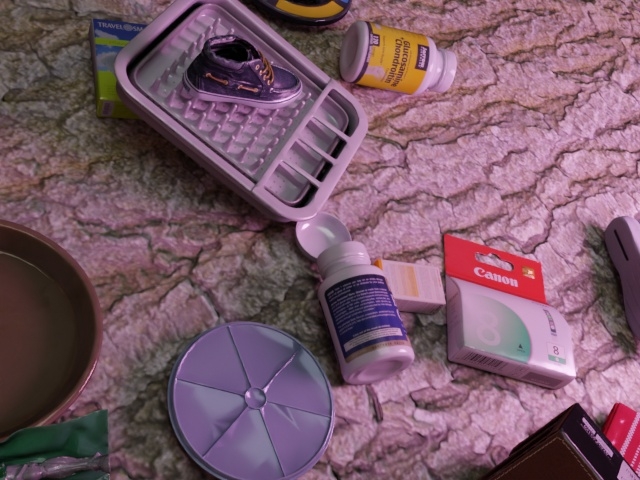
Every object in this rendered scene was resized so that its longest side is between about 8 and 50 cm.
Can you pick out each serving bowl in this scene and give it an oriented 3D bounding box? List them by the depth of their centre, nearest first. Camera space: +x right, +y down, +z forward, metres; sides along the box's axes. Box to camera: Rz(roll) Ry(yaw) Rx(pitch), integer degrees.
[{"bbox_3d":[0.000,0.000,1.050,0.083,0.027,0.083,12,53,-17],"label":"serving bowl"}]

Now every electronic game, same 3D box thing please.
[{"bbox_3d":[-0.050,-0.467,1.344,0.229,0.048,0.229,12,53,-17],"label":"electronic game"}]

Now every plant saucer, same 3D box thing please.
[{"bbox_3d":[-0.375,0.097,0.798,0.278,0.041,0.278,12,54,-17],"label":"plant saucer"}]

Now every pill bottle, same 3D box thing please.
[{"bbox_3d":[0.050,0.089,0.966,0.094,0.094,0.169,-3,59,-27],"label":"pill bottle"},{"bbox_3d":[0.132,-0.303,1.277,0.184,0.103,0.103,7,55,-20],"label":"pill bottle"}]

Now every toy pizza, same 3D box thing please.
[{"bbox_3d":[-0.080,0.188,0.877,0.201,0.032,0.201,12,54,-17],"label":"toy pizza"}]

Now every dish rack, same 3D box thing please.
[{"bbox_3d":[-0.109,-0.189,1.074,0.333,0.072,0.285,39,49,-10],"label":"dish rack"}]

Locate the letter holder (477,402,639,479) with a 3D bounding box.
[{"bbox_3d":[0.301,0.381,0.861,0.302,0.214,0.152,52,20,16],"label":"letter holder"}]

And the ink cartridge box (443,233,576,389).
[{"bbox_3d":[0.271,0.090,1.099,0.181,0.056,0.224,16,53,-14],"label":"ink cartridge box"}]

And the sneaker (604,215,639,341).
[{"bbox_3d":[0.541,0.067,1.212,0.091,0.094,0.258,9,53,-14],"label":"sneaker"}]

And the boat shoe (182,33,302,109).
[{"bbox_3d":[-0.087,-0.225,1.008,0.183,0.083,0.065,-7,68,-37],"label":"boat shoe"}]

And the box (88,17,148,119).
[{"bbox_3d":[-0.274,-0.254,1.093,0.109,0.042,0.178,0,58,-25],"label":"box"}]

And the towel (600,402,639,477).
[{"bbox_3d":[0.476,0.344,0.977,0.275,0.031,0.199,30,47,20],"label":"towel"}]

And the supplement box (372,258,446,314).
[{"bbox_3d":[0.120,0.065,1.054,0.098,0.036,0.062,8,54,-20],"label":"supplement box"}]

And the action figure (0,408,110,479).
[{"bbox_3d":[-0.314,0.236,0.698,0.232,0.063,0.137,-2,97,-17],"label":"action figure"}]
